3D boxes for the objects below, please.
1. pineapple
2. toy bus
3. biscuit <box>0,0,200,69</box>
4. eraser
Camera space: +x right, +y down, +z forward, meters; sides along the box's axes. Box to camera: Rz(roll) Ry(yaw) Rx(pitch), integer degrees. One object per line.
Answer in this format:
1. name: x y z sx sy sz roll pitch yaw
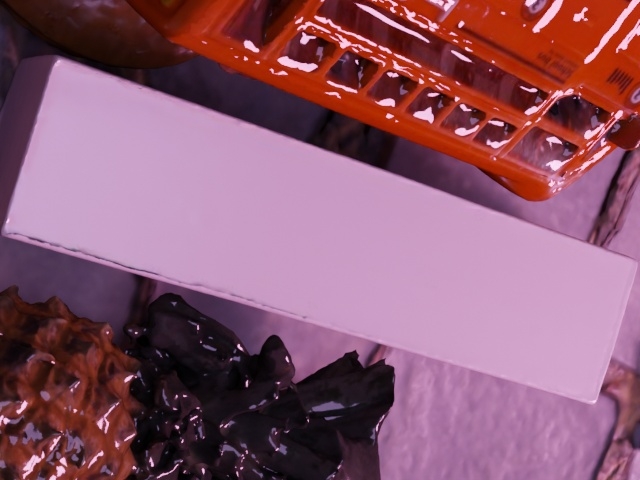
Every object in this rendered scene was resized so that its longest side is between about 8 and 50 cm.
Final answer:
1. pineapple: -0.071 0.083 0.554 0.237 0.111 0.119 6 120 -30
2. toy bus: 0.059 -0.114 0.527 0.329 0.143 0.153 14 118 -50
3. biscuit: -0.063 -0.224 0.549 0.277 0.052 0.262 -33 108 -17
4. eraser: 0.000 0.000 0.585 0.298 0.078 0.076 17 88 -24
